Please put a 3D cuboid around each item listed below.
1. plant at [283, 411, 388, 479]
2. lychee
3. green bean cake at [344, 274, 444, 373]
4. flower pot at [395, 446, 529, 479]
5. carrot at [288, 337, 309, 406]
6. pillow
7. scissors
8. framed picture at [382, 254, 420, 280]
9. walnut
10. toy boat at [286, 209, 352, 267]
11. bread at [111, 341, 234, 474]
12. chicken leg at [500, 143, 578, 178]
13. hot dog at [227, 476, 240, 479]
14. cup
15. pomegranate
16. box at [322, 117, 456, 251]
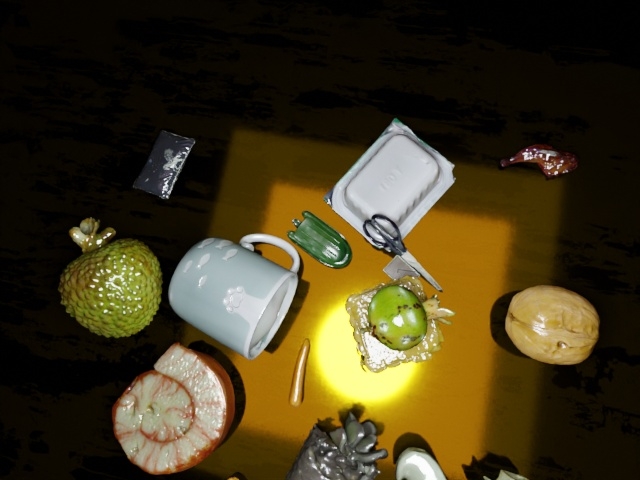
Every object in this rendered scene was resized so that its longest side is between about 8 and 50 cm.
[{"bbox_3d":[0.035,0.568,1.156,0.188,0.199,0.276,37,92,7],"label":"plant"},{"bbox_3d":[-0.579,0.111,1.276,0.269,0.270,0.320,6,112,7],"label":"lychee"},{"bbox_3d":[0.190,0.227,1.234,0.229,0.131,0.224,-18,81,-1],"label":"green bean cake"},{"bbox_3d":[0.354,0.680,1.117,0.367,0.164,0.254,11,76,8],"label":"flower pot"},{"bbox_3d":[-0.058,0.369,1.283,0.037,0.037,0.190,8,79,8],"label":"carrot"},{"bbox_3d":[-0.489,-0.241,1.433,0.141,0.055,0.209,19,81,18],"label":"pillow"},{"bbox_3d":[0.239,0.043,1.273,0.300,0.109,0.022,45,54,-7],"label":"scissors"},{"bbox_3d":[0.233,0.092,1.315,0.089,0.007,0.066,43,86,11],"label":"framed picture"},{"bbox_3d":[0.592,0.215,1.164,0.221,0.195,0.196,16,82,7],"label":"walnut"},{"bbox_3d":[0.000,0.000,1.336,0.210,0.052,0.104,35,83,10],"label":"toy boat"},{"bbox_3d":[-0.397,0.474,1.263,0.327,0.114,0.295,-42,80,-3],"label":"bread"},{"bbox_3d":[0.630,-0.234,1.312,0.204,0.053,0.093,16,96,13],"label":"chicken leg"},{"bbox_3d":[-0.213,0.694,1.244,0.122,0.037,0.049,42,75,6],"label":"hot dog"},{"bbox_3d":[-0.217,0.108,1.261,0.274,0.260,0.357,26,53,11],"label":"cup"},{"bbox_3d":[0.212,0.188,1.114,0.220,0.156,0.156,4,78,-29],"label":"pomegranate"},{"bbox_3d":[0.205,-0.170,1.316,0.264,0.106,0.337,41,86,12],"label":"box"}]
